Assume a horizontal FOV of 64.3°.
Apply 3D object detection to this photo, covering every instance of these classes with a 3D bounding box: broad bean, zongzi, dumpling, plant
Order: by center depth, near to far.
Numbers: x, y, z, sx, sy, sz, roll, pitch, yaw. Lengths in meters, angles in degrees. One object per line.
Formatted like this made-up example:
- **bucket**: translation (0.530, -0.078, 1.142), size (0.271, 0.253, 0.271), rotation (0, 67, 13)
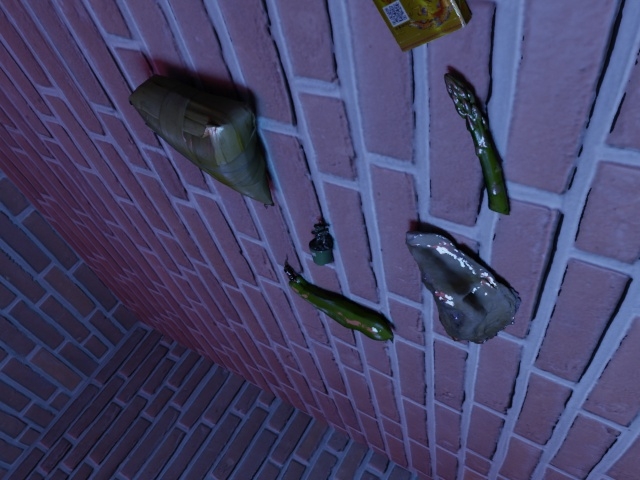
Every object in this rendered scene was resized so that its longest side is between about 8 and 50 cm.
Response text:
- **dumpling**: translation (0.250, 0.116, 0.881), size (0.166, 0.086, 0.332), rotation (12, 149, 41)
- **zongzi**: translation (-0.196, -0.170, 0.916), size (0.228, 0.115, 0.256), rotation (26, 162, 24)
- **plant**: translation (0.000, 0.000, 1.012), size (0.051, 0.051, 0.102), rotation (20, 135, 27)
- **broad bean**: translation (0.036, 0.153, 1.200), size (0.318, 0.056, 0.098), rotation (33, 153, 9)

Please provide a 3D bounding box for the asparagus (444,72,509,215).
- **asparagus**: translation (0.204, -0.107, 0.638), size (0.034, 0.027, 0.236), rotation (21, 151, 49)

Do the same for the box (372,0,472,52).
- **box**: translation (0.081, -0.274, 0.518), size (0.089, 0.022, 0.156), rotation (-4, 134, 52)
